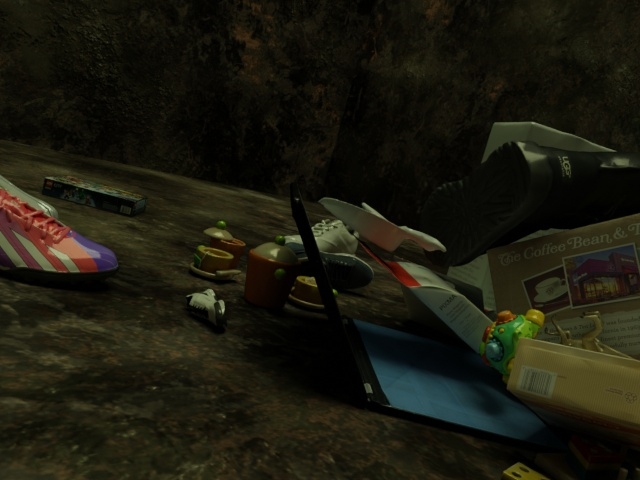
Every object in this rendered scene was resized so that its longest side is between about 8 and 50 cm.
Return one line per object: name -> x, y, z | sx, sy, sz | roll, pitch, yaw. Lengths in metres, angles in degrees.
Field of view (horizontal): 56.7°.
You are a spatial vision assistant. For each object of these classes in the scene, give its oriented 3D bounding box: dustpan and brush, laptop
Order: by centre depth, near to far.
laptop -> 0.126, 0.082, 0.877 | 0.236, 0.408, 0.382 | -19, 9, -1
dustpan and brush -> 0.110, -0.016, 0.943 | 0.147, 0.060, 0.211 | 26, 11, -48

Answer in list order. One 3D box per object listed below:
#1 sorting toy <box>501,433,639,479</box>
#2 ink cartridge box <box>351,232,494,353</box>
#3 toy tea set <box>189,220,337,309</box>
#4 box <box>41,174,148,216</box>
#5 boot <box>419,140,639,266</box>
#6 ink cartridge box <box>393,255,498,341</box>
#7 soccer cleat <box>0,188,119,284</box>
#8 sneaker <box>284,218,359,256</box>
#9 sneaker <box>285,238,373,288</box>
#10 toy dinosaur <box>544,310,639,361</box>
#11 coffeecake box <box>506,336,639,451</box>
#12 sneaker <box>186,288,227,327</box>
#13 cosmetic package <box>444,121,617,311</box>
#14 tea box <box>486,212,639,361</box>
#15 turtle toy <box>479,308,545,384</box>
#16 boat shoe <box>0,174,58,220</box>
sorting toy -> 0.327, 0.259, 0.649 | 0.274, 0.046, 0.132 | 11, 8, -28
ink cartridge box -> 0.161, 0.062, 0.940 | 0.232, 0.066, 0.189 | 47, 3, -10
toy tea set -> -0.126, 0.027, 1.139 | 0.336, 0.124, 0.200 | 21, 9, 35
box -> -0.597, -0.122, 1.590 | 0.233, 0.044, 0.159 | 15, 8, -7
boot -> 0.447, -0.051, 1.046 | 0.445, 0.146, 0.367 | -2, -14, -19
ink cartridge box -> 0.242, 0.108, 1.127 | 0.181, 0.056, 0.225 | 21, -31, 32
soccer cleat -> -0.443, -0.018, 0.838 | 0.318, 0.116, 0.108 | 14, 7, -13
sneaker -> 0.000, 0.000, 1.605 | 0.111, 0.129, 0.297 | 23, 11, 35
sneaker -> 0.021, 0.071, 1.277 | 0.226, 0.086, 0.163 | 16, 9, -12
toy dinosaur -> 0.358, 0.142, 0.780 | 0.053, 0.093, 0.183 | -6, -1, -40
coffeecake box -> 0.324, 0.188, 0.703 | 0.142, 0.068, 0.185 | 7, -22, 40
sneaker -> -0.166, 0.102, 0.864 | 0.043, 0.040, 0.109 | -6, 13, -26
cosmetic package -> 0.439, -0.006, 1.285 | 0.230, 0.453, 0.161 | 14, 7, -16
tea box -> 0.486, 0.102, 0.921 | 0.329, 0.220, 0.323 | -17, -21, 37
turtle toy -> 0.252, 0.143, 0.806 | 0.066, 0.095, 0.130 | 21, -22, 18
boat shoe -> -0.597, -0.076, 1.088 | 0.226, 0.083, 0.076 | 17, 6, 8
